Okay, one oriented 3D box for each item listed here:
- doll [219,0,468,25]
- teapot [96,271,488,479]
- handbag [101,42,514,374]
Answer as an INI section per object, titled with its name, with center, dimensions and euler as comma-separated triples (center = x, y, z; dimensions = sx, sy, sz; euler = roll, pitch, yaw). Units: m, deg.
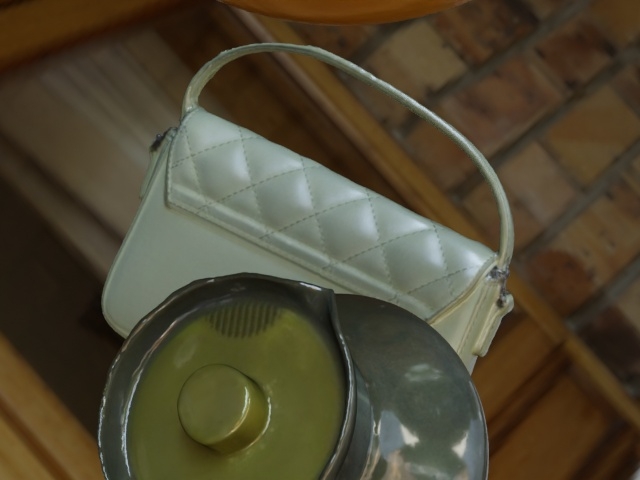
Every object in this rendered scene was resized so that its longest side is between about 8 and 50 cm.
[doll]
center = 0.022, -0.184, 0.528
dimensions = 0.236, 0.213, 0.213
euler = -29, -13, -45
[teapot]
center = -0.022, 0.087, 0.566
dimensions = 0.166, 0.130, 0.119
euler = -47, -35, 1
[handbag]
center = 0.000, 0.000, 0.996
dimensions = 0.079, 0.256, 0.219
euler = -7, -59, -68
